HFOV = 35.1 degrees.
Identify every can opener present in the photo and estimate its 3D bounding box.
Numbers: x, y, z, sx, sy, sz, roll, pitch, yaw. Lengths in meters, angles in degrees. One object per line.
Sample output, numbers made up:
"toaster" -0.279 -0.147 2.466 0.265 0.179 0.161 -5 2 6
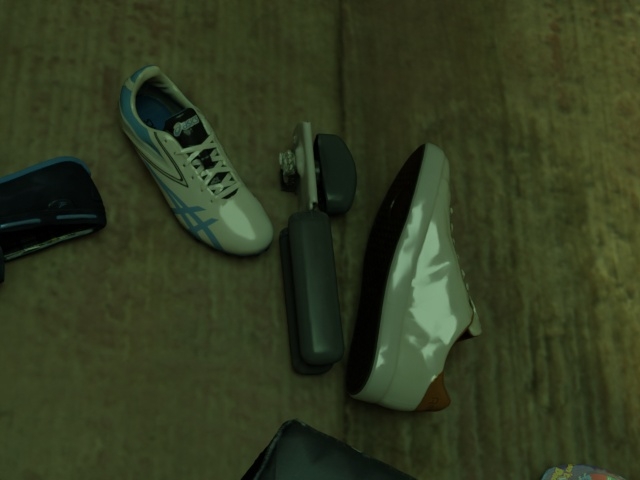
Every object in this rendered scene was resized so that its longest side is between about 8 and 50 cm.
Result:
"can opener" 0.000 0.000 1.064 0.093 0.074 0.280 4 66 -13

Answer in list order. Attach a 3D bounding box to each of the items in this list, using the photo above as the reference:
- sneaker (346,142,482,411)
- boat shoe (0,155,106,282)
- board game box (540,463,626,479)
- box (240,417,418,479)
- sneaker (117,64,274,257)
"sneaker" 0.113 0.042 1.069 0.123 0.106 0.290 19 71 -16
"boat shoe" -0.324 0.001 0.968 0.258 0.109 0.089 -29 80 -21
"board game box" 0.260 0.302 0.995 0.133 0.033 0.168 32 73 11
"box" 0.083 0.402 0.683 0.480 0.471 0.297 27 63 -2
"sneaker" -0.133 -0.081 1.063 0.085 0.086 0.237 -35 80 -26
